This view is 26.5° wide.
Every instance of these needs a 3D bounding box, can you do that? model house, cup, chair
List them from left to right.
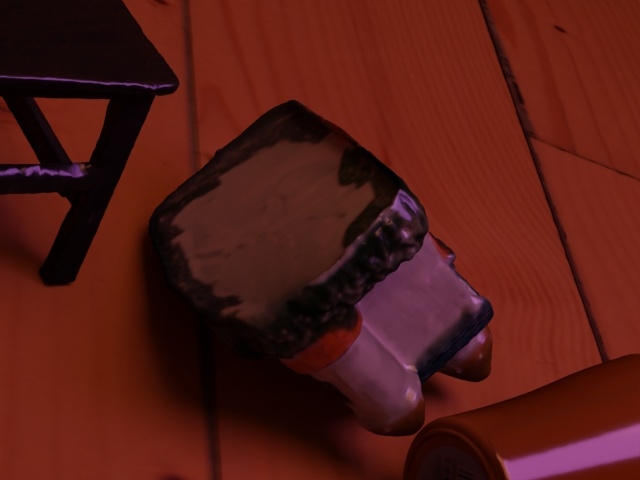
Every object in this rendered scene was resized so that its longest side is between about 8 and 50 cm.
[{"bbox_3d":[-0.225,-0.185,0.979,0.203,0.416,0.240,-3,50,-42],"label":"chair"},{"bbox_3d":[0.033,0.059,1.157,0.301,0.190,0.271,45,-2,-31],"label":"model house"},{"bbox_3d":[0.216,0.213,1.123,0.264,0.182,0.226,-5,50,-35],"label":"cup"}]

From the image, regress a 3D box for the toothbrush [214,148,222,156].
[{"bbox_3d":[0.000,0.000,1.309,0.269,0.021,0.027,42,22,7],"label":"toothbrush"}]
